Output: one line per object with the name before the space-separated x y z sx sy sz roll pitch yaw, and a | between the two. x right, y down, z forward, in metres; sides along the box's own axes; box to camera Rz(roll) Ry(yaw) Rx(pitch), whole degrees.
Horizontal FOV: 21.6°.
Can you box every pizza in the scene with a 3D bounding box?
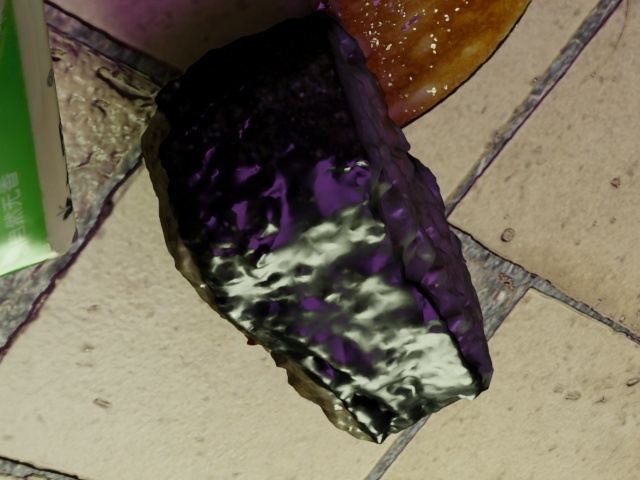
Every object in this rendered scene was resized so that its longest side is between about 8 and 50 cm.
pizza | 0.061 -0.172 1.229 0.201 0.053 0.193 -39 143 12

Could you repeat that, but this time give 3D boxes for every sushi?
sushi | 0.000 0.000 1.197 0.171 0.211 0.350 -22 138 12

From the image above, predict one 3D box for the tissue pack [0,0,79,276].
tissue pack | -0.310 -0.136 0.837 0.332 0.205 0.405 -20 134 -20
